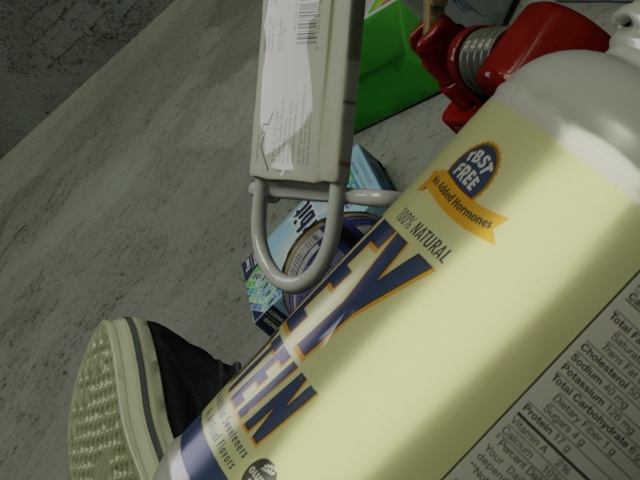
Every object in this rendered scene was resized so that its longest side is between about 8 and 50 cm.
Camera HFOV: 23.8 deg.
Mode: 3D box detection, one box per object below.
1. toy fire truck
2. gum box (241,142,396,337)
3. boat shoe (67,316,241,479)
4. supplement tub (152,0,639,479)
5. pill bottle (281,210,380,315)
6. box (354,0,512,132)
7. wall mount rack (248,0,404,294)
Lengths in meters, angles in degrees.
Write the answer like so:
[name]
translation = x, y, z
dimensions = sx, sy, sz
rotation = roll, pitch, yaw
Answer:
[toy fire truck]
translation = 0.150, -0.165, 1.228
dimensions = 0.158, 0.246, 0.217
rotation = -53, 20, -9
[gum box]
translation = 0.000, 0.000, 1.549
dimensions = 0.184, 0.041, 0.157
rotation = -46, 20, 11
[boat shoe]
translation = -0.089, 0.241, 1.124
dimensions = 0.187, 0.156, 0.500
rotation = -63, 25, 26
[supplement tub]
translation = 0.111, 0.069, 0.650
dimensions = 0.325, 0.235, 0.235
rotation = -48, 20, 3
[pill bottle]
translation = 0.048, 0.057, 1.226
dimensions = 0.123, 0.123, 0.219
rotation = -49, 20, 2
[box]
translation = 0.099, -0.265, 1.706
dimensions = 0.262, 0.126, 0.231
rotation = -22, 35, 54
[wall mount rack]
translation = 0.003, -0.134, 1.232
dimensions = 0.304, 0.130, 0.350
rotation = 8, 93, 54
